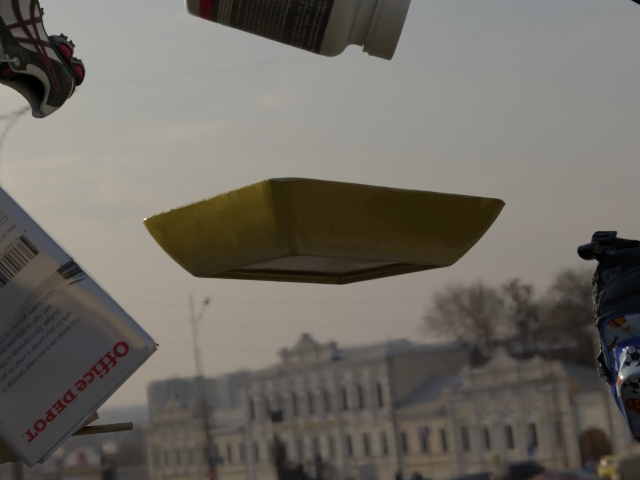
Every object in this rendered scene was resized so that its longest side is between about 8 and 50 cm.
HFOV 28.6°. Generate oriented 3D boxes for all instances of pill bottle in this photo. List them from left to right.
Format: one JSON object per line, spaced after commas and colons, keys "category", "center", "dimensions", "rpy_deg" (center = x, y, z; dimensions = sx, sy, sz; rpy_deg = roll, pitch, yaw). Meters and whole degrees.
{"category": "pill bottle", "center": [-0.028, -0.375, 1.857], "dimensions": [0.318, 0.176, 0.176], "rpy_deg": [17, -9, -1]}

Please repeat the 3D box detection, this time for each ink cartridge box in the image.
{"category": "ink cartridge box", "center": [-0.260, 0.072, 1.081], "dimensions": [0.148, 0.203, 0.086], "rpy_deg": [-44, 1, -7]}

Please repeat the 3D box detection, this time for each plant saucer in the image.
{"category": "plant saucer", "center": [0.000, 0.000, 1.532], "dimensions": [0.332, 0.081, 0.333], "rpy_deg": [3, -9, -35]}

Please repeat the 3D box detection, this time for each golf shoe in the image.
{"category": "golf shoe", "center": [-0.471, -0.313, 1.916], "dimensions": [0.105, 0.120, 0.273], "rpy_deg": [-17, -54, 36]}

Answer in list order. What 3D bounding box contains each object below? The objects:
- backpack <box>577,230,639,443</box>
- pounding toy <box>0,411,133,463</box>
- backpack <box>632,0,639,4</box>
{"category": "backpack", "center": [0.438, 0.125, 1.413], "dimensions": [0.276, 0.213, 0.263], "rpy_deg": [1, -29, 20]}
{"category": "pounding toy", "center": [-0.330, 0.219, 1.517], "dimensions": [0.130, 0.100, 0.141], "rpy_deg": [-18, 6, 36]}
{"category": "backpack", "center": [0.336, -0.301, 1.137], "dimensions": [0.117, 0.158, 0.173], "rpy_deg": [8, 34, 13]}
